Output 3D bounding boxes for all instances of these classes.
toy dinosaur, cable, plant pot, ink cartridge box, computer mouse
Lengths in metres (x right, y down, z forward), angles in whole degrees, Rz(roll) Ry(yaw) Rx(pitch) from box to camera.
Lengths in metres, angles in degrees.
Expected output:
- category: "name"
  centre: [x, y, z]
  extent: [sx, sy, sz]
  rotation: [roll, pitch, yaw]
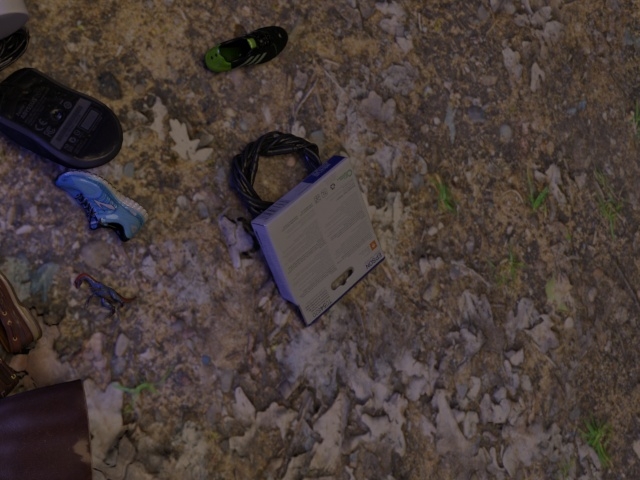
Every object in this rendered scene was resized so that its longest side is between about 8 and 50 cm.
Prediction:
- category: "toy dinosaur"
  centre: [-0.352, 0.083, 1.893]
  extent: [0.082, 0.047, 0.090]
  rotation: [54, 26, 0]
- category: "cable"
  centre: [-0.073, -0.118, 2.089]
  extent: [0.184, 0.047, 0.150]
  rotation: [-42, 96, -27]
- category: "plant pot"
  centre: [-0.452, 0.315, 1.691]
  extent: [0.230, 0.215, 0.215]
  rotation: [-3, 81, -17]
- category: "ink cartridge box"
  centre: [0.000, 0.000, 2.082]
  extent: [0.223, 0.045, 0.224]
  rotation: [-40, 124, -30]
- category: "computer mouse"
  centre: [-0.435, -0.203, 1.871]
  extent: [0.272, 0.072, 0.188]
  rotation: [34, 66, 0]

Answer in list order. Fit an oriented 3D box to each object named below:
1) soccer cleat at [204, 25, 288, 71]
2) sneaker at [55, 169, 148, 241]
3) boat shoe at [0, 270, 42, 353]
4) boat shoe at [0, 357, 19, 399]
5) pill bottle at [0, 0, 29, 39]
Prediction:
- category: "soccer cleat"
  centre: [-0.121, -0.340, 2.086]
  extent: [0.179, 0.072, 0.060]
  rotation: [-26, 93, -32]
- category: "sneaker"
  centre: [-0.356, -0.055, 1.895]
  extent: [0.162, 0.063, 0.073]
  rotation: [34, 68, -20]
- category: "boat shoe"
  centre: [-0.493, 0.091, 1.781]
  extent: [0.060, 0.064, 0.178]
  rotation: [-41, 103, -32]
- category: "boat shoe"
  centre: [-0.530, 0.153, 1.746]
  extent: [0.073, 0.073, 0.207]
  rotation: [-44, 109, -31]
- category: "pill bottle"
  centre: [-0.569, -0.465, 1.780]
  extent: [0.188, 0.188, 0.334]
  rotation: [-23, 90, -32]
